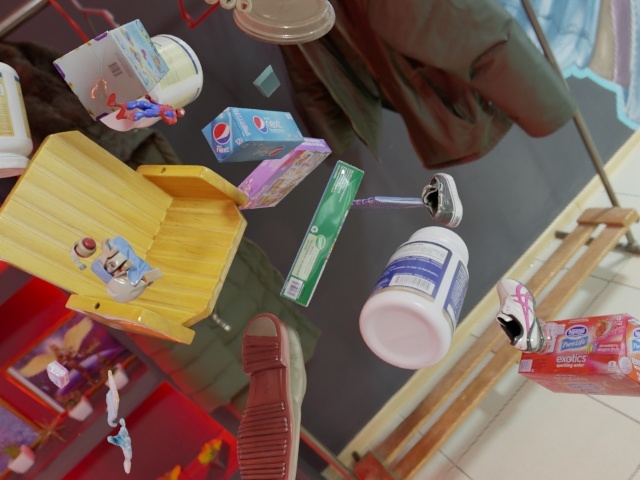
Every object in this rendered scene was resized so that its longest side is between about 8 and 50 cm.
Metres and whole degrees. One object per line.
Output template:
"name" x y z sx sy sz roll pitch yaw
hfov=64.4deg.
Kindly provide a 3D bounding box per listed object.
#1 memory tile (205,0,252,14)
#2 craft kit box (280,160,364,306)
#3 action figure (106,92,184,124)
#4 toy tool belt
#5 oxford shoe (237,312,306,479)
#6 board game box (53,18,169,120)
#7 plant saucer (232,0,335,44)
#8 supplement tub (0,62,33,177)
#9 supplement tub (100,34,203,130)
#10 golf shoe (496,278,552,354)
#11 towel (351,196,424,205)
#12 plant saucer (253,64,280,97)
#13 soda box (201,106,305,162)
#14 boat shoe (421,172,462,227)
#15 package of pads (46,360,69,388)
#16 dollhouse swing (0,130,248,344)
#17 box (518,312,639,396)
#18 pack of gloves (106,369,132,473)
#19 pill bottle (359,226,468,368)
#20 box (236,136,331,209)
"memory tile" -0.202 -0.545 1.056 0.012 0.147 0.113 49 127 50
"craft kit box" 0.000 0.000 0.957 0.246 0.060 0.250 130 163 -84
"action figure" -0.218 -0.170 0.660 0.030 0.038 0.115 -47 -13 23
"toy tool belt" -0.201 0.019 0.509 0.051 0.083 0.052 -38 13 22
"oxford shoe" -0.068 0.316 0.945 0.122 0.130 0.349 -12 66 29
"board game box" -0.474 -0.407 1.190 0.142 0.144 0.275 -25 28 8
"plant saucer" -0.098 -0.621 1.367 0.277 0.041 0.278 1 52 -2
"supplement tub" -0.640 -0.226 0.969 0.144 0.200 0.144 -10 3 1
"supplement tub" -0.556 -0.503 1.622 0.235 0.235 0.325 -19 22 36
"golf shoe" 0.391 0.142 1.024 0.186 0.085 0.068 -99 25 -51
"towel" 0.192 -0.120 1.552 0.243 0.040 0.336 -1 2 -22
"plant saucer" -0.148 -0.446 1.441 0.067 0.018 0.192 -46 2 6
"soda box" -0.115 -0.191 0.926 0.071 0.067 0.210 -31 -5 27
"boat shoe" 0.292 -0.112 1.260 0.219 0.070 0.078 -91 18 -59
"package of pads" -0.686 0.350 1.329 0.032 0.050 0.083 -47 -7 -39
"dollhouse swing" -0.379 -0.031 1.000 0.315 0.305 0.347 5 62 28
"box" 0.565 0.246 1.077 0.257 0.122 0.128 -31 33 63
"pack of gloves" -0.519 0.462 1.264 0.046 0.195 0.232 -14 -30 -31
"pill bottle" 0.181 0.089 0.913 0.153 0.153 0.265 -19 19 35
"box" -0.125 -0.208 1.588 0.293 0.057 0.201 -40 -13 28
